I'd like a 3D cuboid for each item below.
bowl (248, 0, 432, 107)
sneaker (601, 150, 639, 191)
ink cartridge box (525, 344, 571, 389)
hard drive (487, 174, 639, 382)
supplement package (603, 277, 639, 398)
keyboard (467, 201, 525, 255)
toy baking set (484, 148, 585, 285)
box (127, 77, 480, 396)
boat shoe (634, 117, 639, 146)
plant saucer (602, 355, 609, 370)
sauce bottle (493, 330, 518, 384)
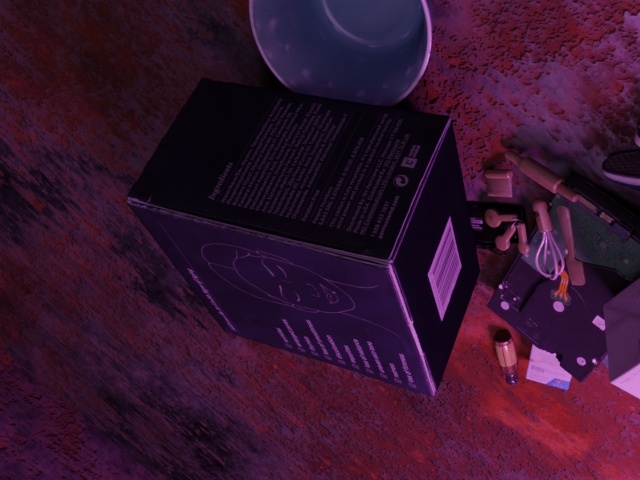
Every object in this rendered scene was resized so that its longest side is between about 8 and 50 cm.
[{"bbox_3d":[0.056,-0.377,1.350,0.311,0.163,0.311,15,131,18],"label":"bowl"},{"bbox_3d":[0.578,-0.059,1.368,0.226,0.086,0.163,12,135,29],"label":"sneaker"},{"bbox_3d":[0.473,0.234,1.685,0.088,0.052,0.122,15,132,18],"label":"ink cartridge box"},{"bbox_3d":[0.469,0.075,1.508,0.237,0.064,0.339,40,138,21],"label":"hard drive"},{"bbox_3d":[0.630,0.185,1.327,0.293,0.175,0.177,28,132,-12],"label":"supplement package"},{"bbox_3d":[0.300,-0.027,1.596,0.192,0.038,0.100,6,105,27],"label":"keyboard"},{"bbox_3d":[0.383,-0.039,1.457,0.256,0.030,0.196,39,138,41],"label":"toy baking set"},{"bbox_3d":[0.000,0.000,1.480,0.472,0.297,0.480,12,152,24],"label":"box"},{"bbox_3d":[0.605,-0.156,1.275,0.228,0.081,0.068,17,136,20],"label":"boat shoe"},{"bbox_3d":[0.619,0.252,1.584,0.195,0.037,0.195,27,154,14],"label":"plant saucer"},{"bbox_3d":[0.394,0.251,1.751,0.042,0.042,0.128,2,126,28],"label":"sauce bottle"}]
